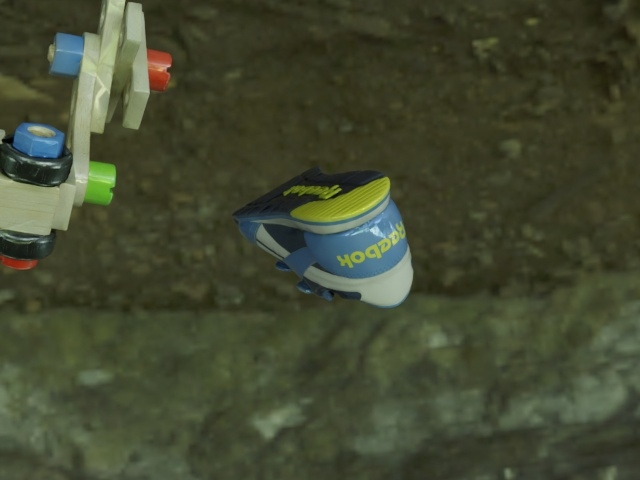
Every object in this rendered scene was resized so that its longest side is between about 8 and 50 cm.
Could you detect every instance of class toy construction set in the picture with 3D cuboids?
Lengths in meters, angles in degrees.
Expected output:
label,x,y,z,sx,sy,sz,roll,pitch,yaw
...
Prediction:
label,x,y,z,sx,sy,sz,roll,pitch,yaw
toy construction set,-0.260,-0.083,0.939,0.327,0.151,0.215,-4,-154,-12

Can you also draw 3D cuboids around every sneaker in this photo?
label,x,y,z,sx,sy,sz,roll,pitch,yaw
sneaker,0.000,0.000,0.659,0.053,0.059,0.144,-32,-164,-13
